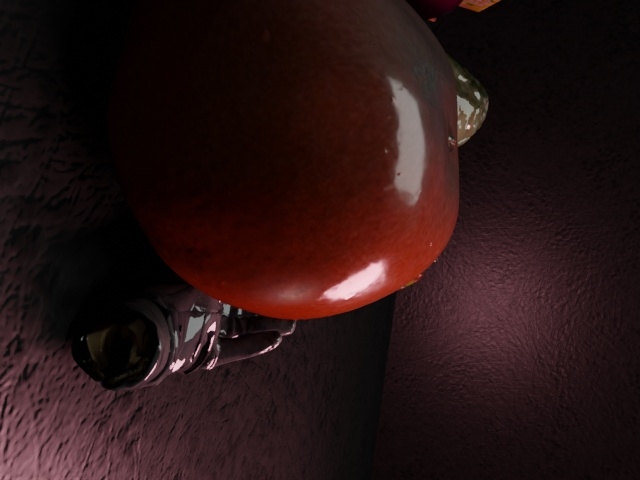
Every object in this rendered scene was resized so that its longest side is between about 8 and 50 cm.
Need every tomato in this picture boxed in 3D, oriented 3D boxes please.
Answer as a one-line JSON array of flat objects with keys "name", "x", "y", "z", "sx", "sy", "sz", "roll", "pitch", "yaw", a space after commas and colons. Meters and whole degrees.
[{"name": "tomato", "x": -0.006, "y": -0.100, "z": 0.499, "sx": 0.342, "sy": 0.273, "sz": 0.341, "roll": 12, "pitch": 75, "yaw": -55}]

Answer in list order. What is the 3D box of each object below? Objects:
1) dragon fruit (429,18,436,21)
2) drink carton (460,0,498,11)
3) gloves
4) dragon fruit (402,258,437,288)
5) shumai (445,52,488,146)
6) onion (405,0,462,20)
[{"name": "dragon fruit", "x": 0.221, "y": -0.683, "z": 1.317, "sx": 0.290, "sy": 0.190, "sz": 0.290, "roll": 12, "pitch": 90, "yaw": -84}, {"name": "drink carton", "x": 0.358, "y": -0.572, "z": 1.210, "sx": 0.223, "sy": 0.096, "sz": 0.070, "roll": -119, "pitch": -138, "yaw": -77}, {"name": "gloves", "x": -0.121, "y": 0.071, "z": 0.561, "sx": 0.286, "sy": 0.119, "sz": 0.142, "roll": 1, "pitch": 97, "yaw": -61}, {"name": "dragon fruit", "x": 0.147, "y": -0.005, "z": 1.296, "sx": 0.291, "sy": 0.250, "sz": 0.269, "roll": -58, "pitch": 152, "yaw": -23}, {"name": "shumai", "x": 0.161, "y": -0.185, "z": 1.064, "sx": 0.292, "sy": 0.330, "sz": 0.288, "roll": 134, "pitch": -41, "yaw": -71}, {"name": "onion", "x": 0.181, "y": -0.583, "z": 1.027, "sx": 0.336, "sy": 0.282, "sz": 0.260, "roll": 99, "pitch": 10, "yaw": -47}]
